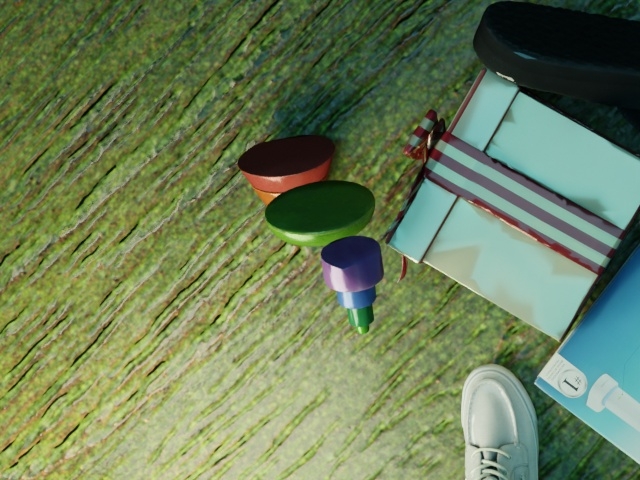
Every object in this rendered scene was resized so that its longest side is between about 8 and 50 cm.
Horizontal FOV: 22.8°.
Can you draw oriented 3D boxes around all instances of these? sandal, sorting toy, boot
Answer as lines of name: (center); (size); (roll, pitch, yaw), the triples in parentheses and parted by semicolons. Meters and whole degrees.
sandal: (0.377, -0.163, 1.757); (0.446, 0.167, 0.107); (12, 125, -8)
sorting toy: (0.000, 0.000, 1.850); (0.127, 0.365, 0.126); (-15, 119, -10)
boot: (0.215, 0.282, 1.894); (0.095, 0.123, 0.258); (-10, 93, 16)

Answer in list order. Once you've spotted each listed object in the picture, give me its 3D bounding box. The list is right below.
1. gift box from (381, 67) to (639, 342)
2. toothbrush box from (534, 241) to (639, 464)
gift box: (0.212, -0.033, 1.792); (0.258, 0.255, 0.276); (32, 94, 10)
toothbrush box: (0.431, 0.162, 1.822); (0.295, 0.126, 0.216); (37, 103, 9)
